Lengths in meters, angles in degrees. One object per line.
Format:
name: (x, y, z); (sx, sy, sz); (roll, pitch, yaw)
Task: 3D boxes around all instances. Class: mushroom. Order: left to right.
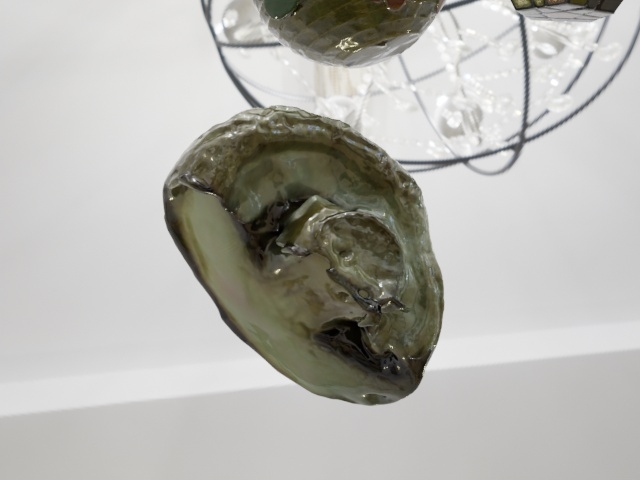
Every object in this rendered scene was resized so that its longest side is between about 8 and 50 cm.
mushroom: (0.000, 0.005, 0.682); (0.267, 0.164, 0.189); (36, -34, 3)

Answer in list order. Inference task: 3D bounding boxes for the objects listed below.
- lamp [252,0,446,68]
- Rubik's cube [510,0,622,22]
lamp: (0.028, -0.345, 0.897); (0.250, 0.250, 0.284); (-19, -96, -3)
Rubik's cube: (0.171, -0.200, 0.527); (0.093, 0.111, 0.111); (-24, -61, 29)
